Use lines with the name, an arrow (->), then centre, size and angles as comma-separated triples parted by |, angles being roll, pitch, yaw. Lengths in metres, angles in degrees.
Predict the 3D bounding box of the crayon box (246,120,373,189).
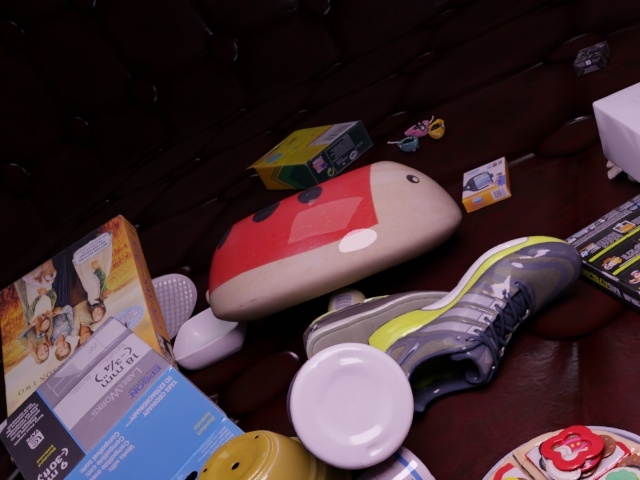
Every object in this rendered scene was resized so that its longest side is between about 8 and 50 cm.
crayon box -> -0.035, -0.219, 1.960 | 0.202, 0.081, 0.318 | -41, 23, -24

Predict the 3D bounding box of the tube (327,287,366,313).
tube -> 0.034, 0.159, 1.065 | 0.062, 0.070, 0.240 | 8, 30, 0

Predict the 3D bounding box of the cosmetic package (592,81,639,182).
cosmetic package -> 0.532, -0.115, 0.833 | 0.284, 0.097, 0.377 | -26, 30, 3

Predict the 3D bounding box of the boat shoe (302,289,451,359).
boat shoe -> 0.087, 0.108, 0.991 | 0.228, 0.081, 0.068 | -13, 16, -7

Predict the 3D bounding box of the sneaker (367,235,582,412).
sneaker -> 0.196, 0.110, 0.905 | 0.300, 0.111, 0.121 | -37, 27, 5

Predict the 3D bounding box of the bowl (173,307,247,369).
bowl -> -0.189, 0.171, 1.335 | 0.142, 0.053, 0.142 | -27, 21, 9

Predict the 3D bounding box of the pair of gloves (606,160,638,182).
pair of gloves -> 0.536, -0.176, 1.109 | 0.204, 0.042, 0.240 | -23, 25, 44

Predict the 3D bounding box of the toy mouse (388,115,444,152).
toy mouse -> 0.223, -0.237, 1.720 | 0.143, 0.031, 0.161 | -20, 23, 25

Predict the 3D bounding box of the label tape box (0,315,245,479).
label tape box -> -0.284, 0.268, 1.043 | 0.240, 0.106, 0.334 | -47, 37, -17

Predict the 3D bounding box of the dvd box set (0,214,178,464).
dvd box set -> -0.442, 0.169, 1.374 | 0.308, 0.062, 0.420 | -32, 45, 3

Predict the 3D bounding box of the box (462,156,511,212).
box -> 0.295, -0.104, 1.330 | 0.081, 0.028, 0.136 | -22, 24, 22

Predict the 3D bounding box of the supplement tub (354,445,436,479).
supplement tub -> 0.062, 0.266, 0.757 | 0.107, 0.071, 0.071 | -39, 22, -16

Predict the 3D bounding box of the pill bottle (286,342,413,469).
pill bottle -> 0.025, 0.182, 0.828 | 0.124, 0.124, 0.221 | -35, -8, -9

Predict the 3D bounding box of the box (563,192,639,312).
box -> 0.417, -0.001, 0.914 | 0.191, 0.045, 0.184 | -32, 23, -4

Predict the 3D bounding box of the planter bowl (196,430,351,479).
planter bowl -> -0.079, 0.289, 0.871 | 0.217, 0.090, 0.217 | -26, 21, 11

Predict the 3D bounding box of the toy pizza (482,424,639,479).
toy pizza -> 0.218, 0.236, 0.668 | 0.201, 0.032, 0.201 | -27, 21, 11

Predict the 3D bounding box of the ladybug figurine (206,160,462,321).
ladybug figurine -> 0.000, 0.000, 1.211 | 0.449, 0.162, 0.305 | -23, -1, 13

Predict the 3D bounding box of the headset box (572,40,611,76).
headset box -> 0.573, -0.385, 1.575 | 0.062, 0.032, 0.083 | -14, 26, 36

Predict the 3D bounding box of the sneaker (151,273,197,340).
sneaker -> -0.420, 0.185, 1.501 | 0.366, 0.135, 0.150 | -39, 27, -20
